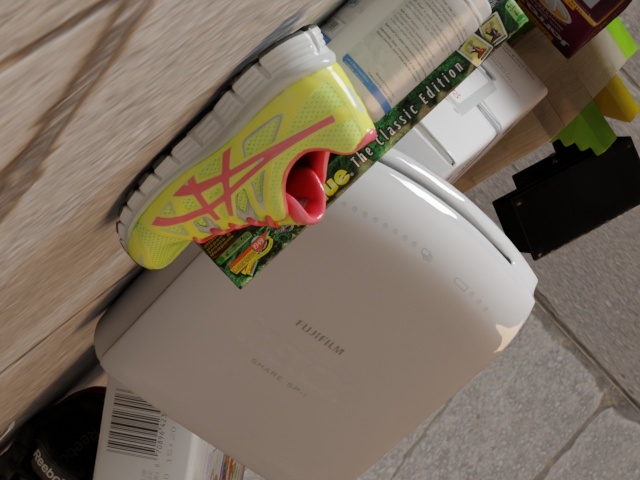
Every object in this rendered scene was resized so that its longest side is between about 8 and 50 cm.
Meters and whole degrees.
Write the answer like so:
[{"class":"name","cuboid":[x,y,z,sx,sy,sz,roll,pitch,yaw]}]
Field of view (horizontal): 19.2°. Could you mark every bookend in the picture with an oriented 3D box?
[{"class":"bookend","cuboid":[0.243,-0.047,2.018,0.156,0.072,0.157,-27,-168,-18]}]

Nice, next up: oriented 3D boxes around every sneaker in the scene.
[{"class":"sneaker","cuboid":[-0.289,0.246,1.851,0.276,0.097,0.135,-44,178,-13]},{"class":"sneaker","cuboid":[-0.046,-0.034,1.150,0.208,0.094,0.081,-44,179,38]}]

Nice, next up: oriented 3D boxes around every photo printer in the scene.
[{"class":"photo printer","cuboid":[0.001,0.053,1.513,0.307,0.256,0.107,-44,-162,34]}]

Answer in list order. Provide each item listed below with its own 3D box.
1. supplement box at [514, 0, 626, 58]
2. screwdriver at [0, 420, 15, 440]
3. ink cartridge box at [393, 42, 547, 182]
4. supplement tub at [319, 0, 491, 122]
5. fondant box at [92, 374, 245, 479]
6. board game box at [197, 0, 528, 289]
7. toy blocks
[{"class":"supplement box","cuboid":[0.235,-0.244,1.749,0.081,0.104,0.188,-42,177,-3]},{"class":"screwdriver","cuboid":[-0.286,0.193,1.401,0.170,0.025,0.024,-52,175,5]},{"class":"ink cartridge box","cuboid":[0.059,-0.077,1.668,0.207,0.117,0.283,-44,177,28]},{"class":"supplement tub","cuboid":[0.048,-0.133,1.203,0.107,0.071,0.071,-42,177,-2]},{"class":"fondant box","cuboid":[-0.137,0.187,1.878,0.330,0.096,0.238,-19,119,-80]},{"class":"board game box","cuboid":[0.013,-0.083,1.284,0.260,0.030,0.136,-43,-156,-3]},{"class":"toy blocks","cuboid":[0.160,-0.128,2.013,0.261,0.190,0.381,-31,-175,31]}]
